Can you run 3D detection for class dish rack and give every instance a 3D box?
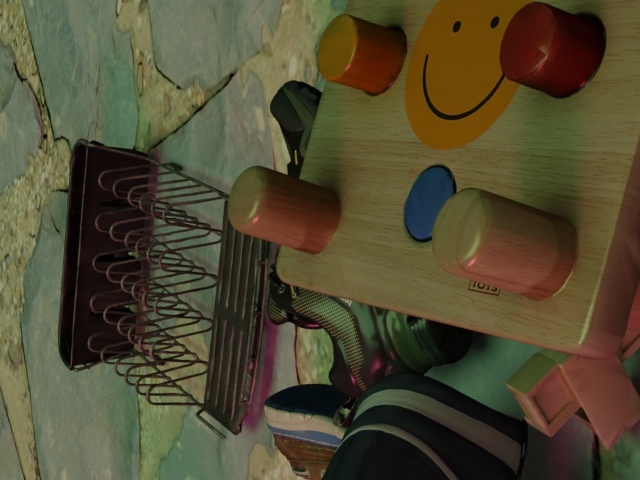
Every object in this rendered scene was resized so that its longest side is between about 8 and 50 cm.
[{"bbox_3d":[-0.132,0.039,1.083,0.271,0.074,0.208,26,114,55],"label":"dish rack"}]

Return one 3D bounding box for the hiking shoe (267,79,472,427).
[{"bbox_3d":[0.000,0.000,0.825,0.114,0.086,0.226,-36,58,18],"label":"hiking shoe"}]

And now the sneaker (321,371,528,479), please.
[{"bbox_3d":[0.077,0.198,0.714,0.099,0.153,0.282,-7,127,27],"label":"sneaker"}]

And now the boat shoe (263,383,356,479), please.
[{"bbox_3d":[0.036,0.136,0.838,0.183,0.066,0.066,7,115,55],"label":"boat shoe"}]

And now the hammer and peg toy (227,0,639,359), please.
[{"bbox_3d":[0.104,-0.073,0.592,0.361,0.127,0.265,12,86,58],"label":"hammer and peg toy"}]

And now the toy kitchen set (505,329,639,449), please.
[{"bbox_3d":[0.126,0.061,0.682,0.075,0.083,0.068,29,157,54],"label":"toy kitchen set"}]
